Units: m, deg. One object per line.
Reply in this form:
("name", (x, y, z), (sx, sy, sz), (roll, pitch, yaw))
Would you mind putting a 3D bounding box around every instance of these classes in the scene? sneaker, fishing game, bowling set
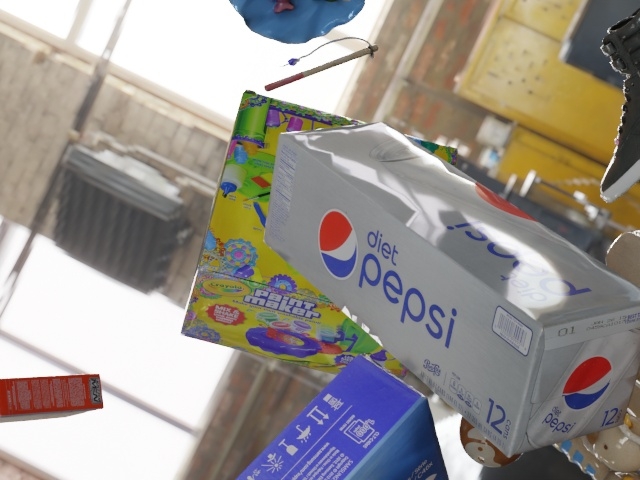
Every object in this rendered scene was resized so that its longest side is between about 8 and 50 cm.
("sneaker", (0.407, -0.193, 1.542), (0.295, 0.147, 0.104), (-61, -10, 32))
("fishing game", (-0.008, -0.278, 1.183), (0.189, 0.041, 0.264), (-23, -54, -19))
("bowling set", (0.224, 0.150, 0.915), (0.200, 0.154, 0.287), (-34, -36, -5))

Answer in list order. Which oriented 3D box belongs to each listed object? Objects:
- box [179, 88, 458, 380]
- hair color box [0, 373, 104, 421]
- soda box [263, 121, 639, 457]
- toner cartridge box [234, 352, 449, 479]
("box", (0.000, 0.000, 1.527), (0.177, 0.290, 0.279), (114, 169, -55))
("hair color box", (-0.316, 0.174, 1.322), (0.141, 0.072, 0.043), (6, -108, -52))
("soda box", (0.077, 0.017, 0.784), (0.098, 0.286, 0.091), (-8, -59, -31))
("toner cartridge box", (-0.043, 0.264, 0.930), (0.348, 0.075, 0.165), (-44, -38, -20))
